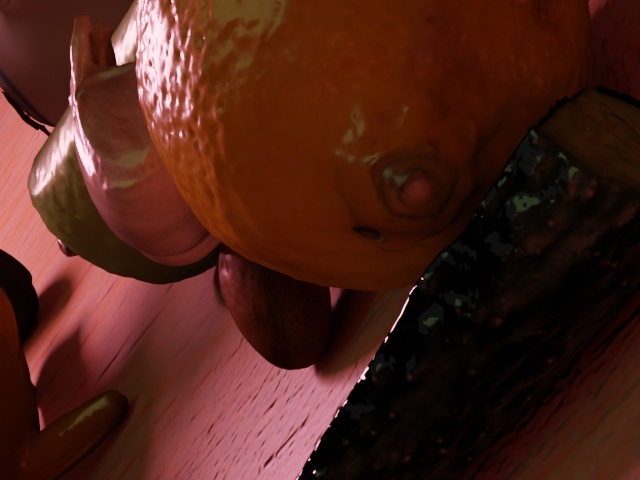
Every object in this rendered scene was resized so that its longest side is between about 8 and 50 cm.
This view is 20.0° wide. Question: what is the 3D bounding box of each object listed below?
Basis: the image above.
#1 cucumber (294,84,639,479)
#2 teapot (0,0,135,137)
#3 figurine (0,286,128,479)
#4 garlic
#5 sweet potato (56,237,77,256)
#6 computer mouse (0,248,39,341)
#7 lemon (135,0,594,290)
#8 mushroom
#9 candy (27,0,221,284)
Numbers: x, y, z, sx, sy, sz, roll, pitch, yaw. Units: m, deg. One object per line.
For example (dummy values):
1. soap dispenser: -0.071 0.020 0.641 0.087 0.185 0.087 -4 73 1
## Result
1. cucumber: 0.060 0.045 0.665 0.078 0.062 0.211 -29 -26 -55
2. teapot: -0.132 -0.221 1.313 0.280 0.252 0.424 -35 -3 6
3. figurine: -0.329 0.073 1.295 0.387 0.268 0.401 52 157 37
4. garlic: -0.075 -0.046 0.932 0.174 0.099 0.124 73 -164 -74
5. sweet potato: -0.215 -0.044 1.598 0.182 0.054 0.053 -87 20 -48
6. computer mouse: -0.344 0.065 1.672 0.269 0.137 0.086 -44 32 46
7. lemon: 0.017 -0.076 0.742 0.188 0.188 0.257 -59 21 15
8. mushroom: -0.010 -0.004 0.902 0.129 0.073 0.088 -62 15 7
9. candy: -0.052 -0.097 1.052 0.343 0.142 0.132 -43 14 48
